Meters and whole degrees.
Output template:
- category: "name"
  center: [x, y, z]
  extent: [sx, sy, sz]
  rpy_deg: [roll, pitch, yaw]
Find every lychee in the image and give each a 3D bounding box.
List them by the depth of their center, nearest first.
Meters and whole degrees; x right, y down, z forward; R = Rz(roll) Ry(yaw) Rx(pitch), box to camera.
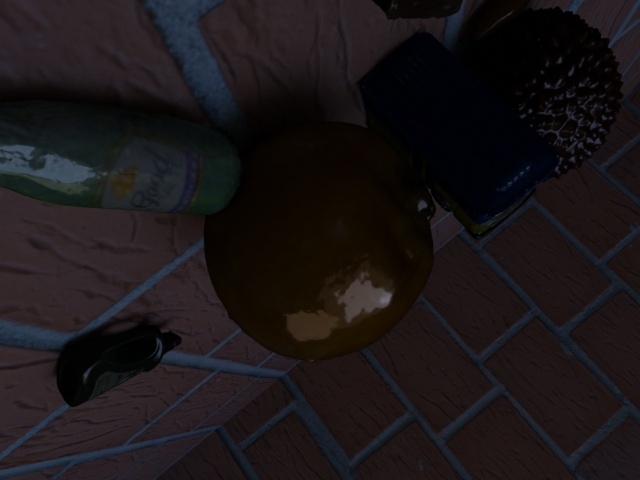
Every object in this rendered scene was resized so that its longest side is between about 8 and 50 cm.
- category: "lychee"
  center: [0.387, -0.251, 0.886]
  extent: [0.306, 0.306, 0.330]
  rpy_deg: [-45, 166, 15]

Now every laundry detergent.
- category: "laundry detergent"
  center: [-0.342, 0.204, 0.861]
  extent: [0.221, 0.078, 0.144]
  rpy_deg: [-17, 147, -49]

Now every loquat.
- category: "loquat"
  center: [0.000, 0.000, 0.667]
  extent: [0.328, 0.328, 0.328]
  rpy_deg: [-35, 162, -14]

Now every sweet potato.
- category: "sweet potato"
  center: [0.326, -0.402, 0.786]
  extent: [0.202, 0.055, 0.058]
  rpy_deg: [-41, -169, -2]

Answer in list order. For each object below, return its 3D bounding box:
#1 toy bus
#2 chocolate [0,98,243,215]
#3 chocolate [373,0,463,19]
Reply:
- category: "toy bus"
  center: [0.203, -0.156, 0.752]
  extent: [0.138, 0.288, 0.175]
  rpy_deg: [-40, 164, 0]
- category: "chocolate"
  center: [-0.204, -0.075, 0.446]
  extent: [0.110, 0.110, 0.291]
  rpy_deg: [-48, 158, 25]
- category: "chocolate"
  center: [0.118, -0.358, 0.417]
  extent: [0.111, 0.112, 0.321]
  rpy_deg: [-21, 157, -22]
